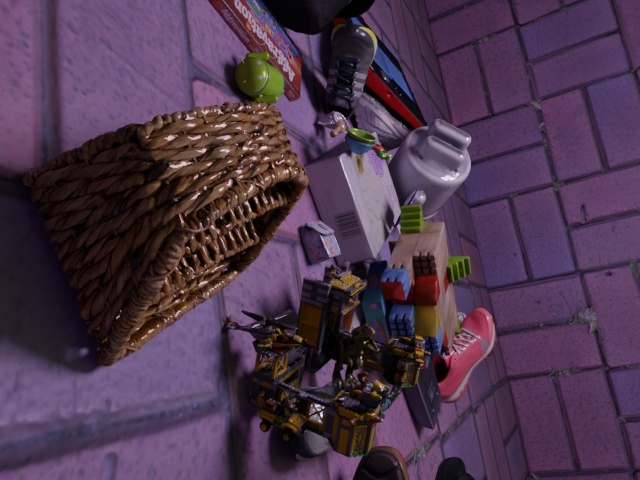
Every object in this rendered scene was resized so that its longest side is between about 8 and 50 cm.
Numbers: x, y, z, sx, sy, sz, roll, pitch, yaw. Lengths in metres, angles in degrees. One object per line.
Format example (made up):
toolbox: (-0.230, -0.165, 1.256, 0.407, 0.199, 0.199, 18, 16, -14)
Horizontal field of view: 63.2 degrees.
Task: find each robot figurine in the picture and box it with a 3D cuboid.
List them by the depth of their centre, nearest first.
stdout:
robot figurine: (-0.112, -0.296, 0.961, 0.115, 0.067, 0.101, 3, 76, -64)
robot figurine: (0.290, -0.182, 1.489, 0.200, 0.353, 0.300, 31, 58, 1)

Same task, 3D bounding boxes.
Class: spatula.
spatula: (0.200, -0.001, 1.337, 0.084, 0.030, 0.296, -57, 160, -46)

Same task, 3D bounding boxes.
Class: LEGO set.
LEGO set: (0.038, 0.150, 0.809, 0.331, 0.255, 0.192, -15, 118, -54)

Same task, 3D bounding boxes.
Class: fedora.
fedora: (-0.039, -0.552, 1.092, 0.334, 0.334, 0.152, 40, 72, -52)

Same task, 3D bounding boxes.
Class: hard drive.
hard drive: (0.265, 0.361, 1.416, 0.172, 0.054, 0.255, -40, 113, -63)

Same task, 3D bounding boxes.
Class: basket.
basket: (-0.127, -0.026, 0.608, 0.299, 0.213, 0.223, -36, 109, -63)

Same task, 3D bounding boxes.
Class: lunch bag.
lunch bag: (0.000, 0.000, 1.058, 0.071, 0.053, 0.083, -11, 78, -67)

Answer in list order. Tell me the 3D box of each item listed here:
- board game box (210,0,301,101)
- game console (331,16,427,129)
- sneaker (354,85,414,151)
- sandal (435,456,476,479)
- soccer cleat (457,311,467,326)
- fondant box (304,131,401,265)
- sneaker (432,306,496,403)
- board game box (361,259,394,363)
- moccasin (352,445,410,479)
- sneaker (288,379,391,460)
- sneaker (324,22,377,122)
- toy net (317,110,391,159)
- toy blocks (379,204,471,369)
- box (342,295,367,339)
board game box: (-0.120, -0.430, 1.068, 0.281, 0.027, 0.145, 42, 42, -50)
game console: (0.170, -0.519, 1.515, 0.342, 0.060, 0.386, 29, 36, -36)
sneaker: (0.145, -0.350, 1.484, 0.297, 0.129, 0.111, 36, 36, -30)
sandal: (0.358, 0.707, 1.361, 0.446, 0.107, 0.167, -3, 79, -65)
soccer cleat: (0.413, 0.271, 1.671, 0.331, 0.143, 0.116, 9, 69, -63)
fondant box: (0.092, -0.114, 1.263, 0.238, 0.096, 0.330, 70, 24, -14)
sneaker: (0.415, 0.336, 1.546, 0.136, 0.116, 0.314, 30, 87, -43)
board game box: (0.147, 0.163, 1.233, 0.210, 0.047, 0.160, -65, 142, -66)
moccasin: (0.134, 0.562, 0.931, 0.147, 0.139, 0.380, 5, 73, -65)
sneaker: (0.038, 0.290, 0.895, 0.283, 0.122, 0.110, 0, 77, -65)
sneaker: (0.065, -0.381, 1.229, 0.300, 0.111, 0.121, 92, 8, -66)
toy net: (0.075, -0.253, 1.199, 0.122, 0.045, 0.232, 2, 31, -29)
toy blocks: (0.233, 0.147, 1.189, 0.261, 0.191, 0.381, -58, 139, -51)
box: (0.076, 0.195, 1.141, 0.081, 0.028, 0.136, 62, 30, -29)
